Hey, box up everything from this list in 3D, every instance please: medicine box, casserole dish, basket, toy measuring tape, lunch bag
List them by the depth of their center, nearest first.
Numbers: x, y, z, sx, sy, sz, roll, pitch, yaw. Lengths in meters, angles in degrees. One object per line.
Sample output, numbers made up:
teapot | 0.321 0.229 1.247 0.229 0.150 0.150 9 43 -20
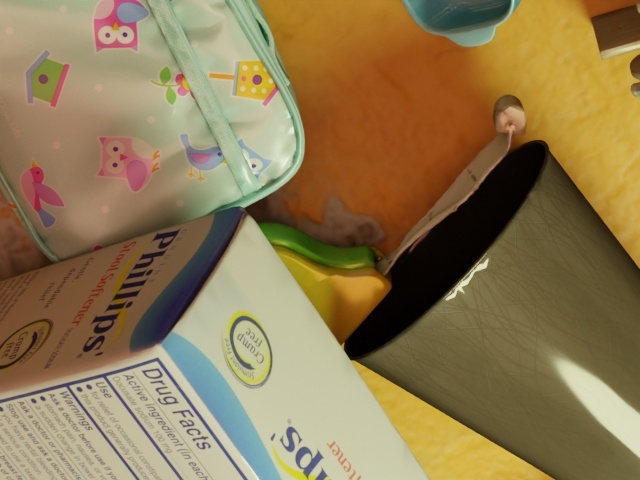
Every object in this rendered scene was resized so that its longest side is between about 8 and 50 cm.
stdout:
casserole dish | 0.083 -0.224 1.229 0.037 0.114 0.188 -31 106 -33
medicine box | -0.118 0.149 1.231 0.289 0.149 0.263 -16 120 33
lunch bag | -0.143 -0.134 1.249 0.224 0.108 0.279 -25 105 8
toy measuring tape | 0.000 0.000 1.284 0.121 0.121 0.330 39 103 -9
basket | 0.166 0.078 1.287 0.227 0.154 0.204 42 101 -14

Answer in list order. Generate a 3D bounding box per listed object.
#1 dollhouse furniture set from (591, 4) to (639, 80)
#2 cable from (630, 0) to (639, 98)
dollhouse furniture set | 0.271 -0.076 1.254 0.123 0.144 0.151 -15 120 10
cable | 0.340 -0.132 1.143 0.287 0.072 0.140 -7 100 3
